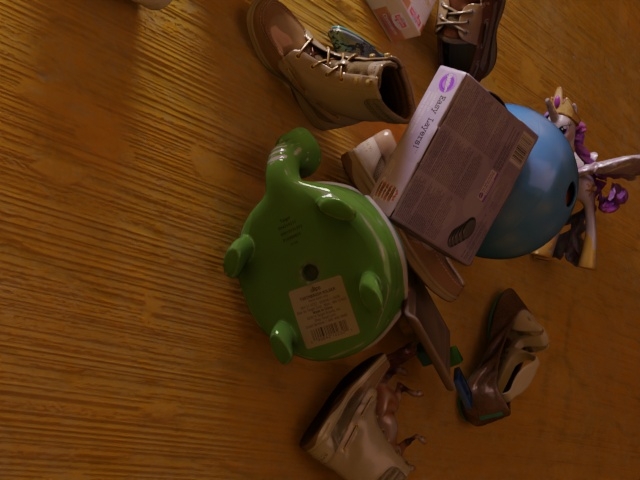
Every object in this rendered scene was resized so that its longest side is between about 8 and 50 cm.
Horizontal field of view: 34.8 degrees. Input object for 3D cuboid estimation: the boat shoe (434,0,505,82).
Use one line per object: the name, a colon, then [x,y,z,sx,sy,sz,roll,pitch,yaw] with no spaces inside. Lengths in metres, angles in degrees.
boat shoe: [0.280,-0.421,1.963,0.120,0.123,0.324,-49,146,-33]

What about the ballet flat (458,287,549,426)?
ballet flat: [0.380,0.225,2.022,0.116,0.124,0.342,59,42,-27]

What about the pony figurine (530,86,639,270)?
pony figurine: [0.570,-0.126,2.258,0.351,0.303,0.363,13,88,-42]

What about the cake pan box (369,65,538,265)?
cake pan box: [0.219,-0.118,1.640,0.246,0.070,0.267,26,92,-48]

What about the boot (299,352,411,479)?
boot: [0.084,0.297,1.611,0.165,0.077,0.213,44,56,-6]

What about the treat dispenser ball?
treat dispenser ball: [0.329,-0.108,1.886,0.288,0.288,0.288,14,72,-50]

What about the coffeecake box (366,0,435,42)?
coffeecake box: [0.155,-0.488,1.916,0.142,0.068,0.185,53,45,-33]

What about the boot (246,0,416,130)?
boot: [0.019,-0.275,1.581,0.095,0.203,0.262,-54,126,-26]

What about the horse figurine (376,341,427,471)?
horse figurine: [0.117,0.304,1.712,0.174,0.066,0.263,-1,88,-53]

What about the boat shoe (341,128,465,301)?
boat shoe: [0.169,-0.036,1.762,0.341,0.110,0.121,53,9,-25]

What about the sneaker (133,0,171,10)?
sneaker: [-0.262,-0.467,1.340,0.169,0.108,0.292,8,78,-55]

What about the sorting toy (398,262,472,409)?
sorting toy: [0.179,0.150,1.812,0.347,0.047,0.196,60,17,-26]

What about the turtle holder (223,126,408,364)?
turtle holder: [-0.007,0.018,1.510,0.320,0.243,0.227,44,19,13]

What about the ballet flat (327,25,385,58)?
ballet flat: [0.076,-0.312,1.789,0.188,0.070,0.070,21,67,-45]
